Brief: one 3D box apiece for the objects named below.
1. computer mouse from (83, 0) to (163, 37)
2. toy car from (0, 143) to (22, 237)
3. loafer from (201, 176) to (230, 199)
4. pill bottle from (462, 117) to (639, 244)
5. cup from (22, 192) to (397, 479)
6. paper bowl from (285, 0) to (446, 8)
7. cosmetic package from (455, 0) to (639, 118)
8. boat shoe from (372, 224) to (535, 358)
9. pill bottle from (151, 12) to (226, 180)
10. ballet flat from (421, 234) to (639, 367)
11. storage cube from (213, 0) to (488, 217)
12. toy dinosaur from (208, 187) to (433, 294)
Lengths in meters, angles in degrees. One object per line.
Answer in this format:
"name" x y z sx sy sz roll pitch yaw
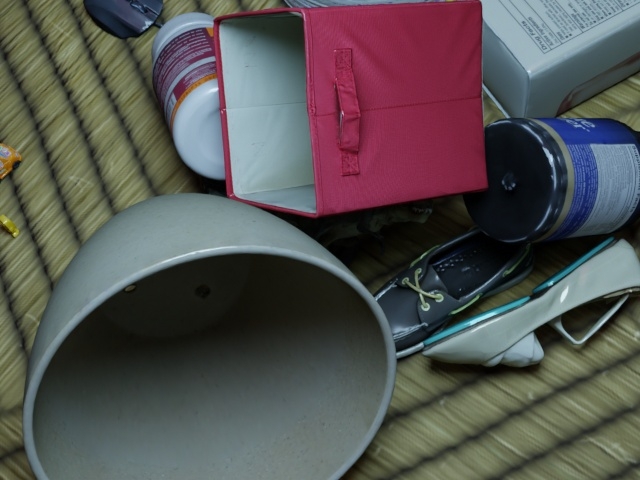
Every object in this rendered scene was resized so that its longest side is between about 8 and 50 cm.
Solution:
"computer mouse" -0.202 -0.278 1.341 0.242 0.041 0.071 23 67 18
"toy car" -0.371 -0.068 1.252 0.060 0.040 0.122 -32 62 -9
"loafer" -0.027 -0.087 1.193 0.223 0.078 0.076 -4 61 6
"pill bottle" 0.256 -0.063 1.069 0.219 0.123 0.123 -6 53 -40
"cup" -0.123 0.086 1.012 0.331 0.331 0.237 -24 36 -5
"paper bowl" 0.066 -0.407 1.314 0.284 0.148 0.284 -4 61 7
"cosmetic package" 0.317 -0.268 1.215 0.296 0.129 0.153 -27 64 -8
"boat shoe" 0.123 0.046 1.108 0.227 0.069 0.081 -31 62 -9
"pill bottle" -0.124 -0.170 1.192 0.121 0.121 0.221 -22 38 -4
"ballet flat" 0.224 0.081 1.075 0.248 0.086 0.086 -28 62 -8
"storage cube" 0.027 -0.133 1.018 0.193 0.215 0.184 -10 102 -28
"toy dinosaur" 0.000 0.000 1.142 0.268 0.064 0.118 0 85 24
